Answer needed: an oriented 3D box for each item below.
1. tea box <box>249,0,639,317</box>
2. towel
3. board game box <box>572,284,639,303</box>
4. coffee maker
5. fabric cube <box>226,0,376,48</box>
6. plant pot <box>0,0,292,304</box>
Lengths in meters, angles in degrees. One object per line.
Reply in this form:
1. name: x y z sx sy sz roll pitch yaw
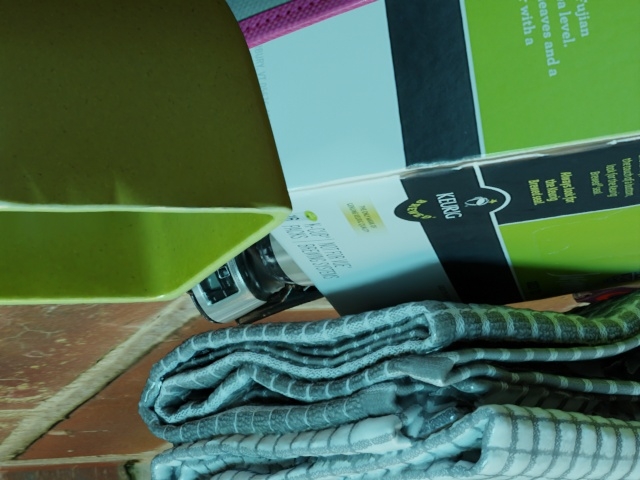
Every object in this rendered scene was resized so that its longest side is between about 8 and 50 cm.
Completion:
1. tea box: 0.132 -0.105 1.026 0.324 0.220 0.329 -8 166 8
2. towel: 0.064 0.097 1.118 0.235 0.121 0.284 7 163 -41
3. board game box: 0.297 -0.053 1.318 0.347 0.208 0.056 4 160 -38
4. coffee maker: 0.000 0.000 1.534 0.178 0.120 0.171 -17 163 33
5. fabric cube: -0.104 -0.199 0.510 0.254 0.258 0.259 -16 163 31
6. plant pot: -0.064 -0.034 0.479 0.081 0.083 0.081 -1 163 -28
